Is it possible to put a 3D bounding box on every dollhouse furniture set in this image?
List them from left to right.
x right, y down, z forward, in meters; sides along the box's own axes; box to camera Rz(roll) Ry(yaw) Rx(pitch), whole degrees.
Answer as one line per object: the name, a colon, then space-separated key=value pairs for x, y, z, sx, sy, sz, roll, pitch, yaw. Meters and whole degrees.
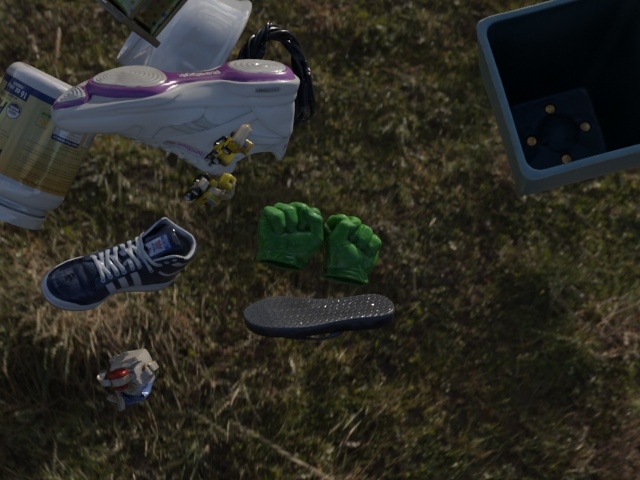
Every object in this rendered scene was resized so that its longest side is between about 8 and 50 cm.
dollhouse furniture set: x=-0.191 y=-0.338 z=0.933 sx=0.161 sy=0.101 sz=0.182 roll=43 pitch=95 yaw=14

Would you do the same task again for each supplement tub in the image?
supplement tub: x=-0.636 y=-0.205 z=1.905 sx=0.228 sy=0.228 sz=0.316 roll=28 pitch=93 yaw=7

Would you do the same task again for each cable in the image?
cable: x=-0.083 y=-0.278 z=1.477 sx=0.151 sy=0.047 sz=0.184 roll=-17 pitch=104 yaw=-31

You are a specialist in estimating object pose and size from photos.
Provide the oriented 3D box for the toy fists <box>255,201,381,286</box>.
toy fists: x=0.000 y=0.000 z=1.834 sx=0.279 sy=0.096 sz=0.142 roll=14 pitch=76 yaw=-19

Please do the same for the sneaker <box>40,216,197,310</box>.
sneaker: x=-0.348 y=0.038 z=1.548 sx=0.282 sy=0.153 sz=0.099 roll=-11 pitch=69 yaw=-47

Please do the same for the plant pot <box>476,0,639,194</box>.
plant pot: x=0.376 y=-0.200 z=1.309 sx=0.248 sy=0.252 sz=0.247 roll=-15 pitch=77 yaw=3

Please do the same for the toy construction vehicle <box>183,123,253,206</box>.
toy construction vehicle: x=-0.097 y=-0.074 z=0.888 sx=0.035 sy=0.098 sz=0.085 roll=37 pitch=63 yaw=-17

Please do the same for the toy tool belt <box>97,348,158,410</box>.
toy tool belt: x=-0.180 y=0.138 z=0.830 sx=0.052 sy=0.083 sz=0.051 roll=-12 pitch=100 yaw=2

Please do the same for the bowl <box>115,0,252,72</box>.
bowl: x=-0.257 y=-0.329 z=1.499 sx=0.134 sy=0.298 sz=0.297 roll=35 pitch=60 yaw=-21

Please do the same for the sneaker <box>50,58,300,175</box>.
sneaker: x=-0.172 y=-0.139 z=1.077 sx=0.305 sy=0.152 sz=0.114 roll=-6 pitch=31 yaw=-17

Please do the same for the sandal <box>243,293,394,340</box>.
sandal: x=0.000 y=0.137 z=1.443 sx=0.255 sy=0.054 sz=0.097 roll=-1 pitch=29 yaw=-12
